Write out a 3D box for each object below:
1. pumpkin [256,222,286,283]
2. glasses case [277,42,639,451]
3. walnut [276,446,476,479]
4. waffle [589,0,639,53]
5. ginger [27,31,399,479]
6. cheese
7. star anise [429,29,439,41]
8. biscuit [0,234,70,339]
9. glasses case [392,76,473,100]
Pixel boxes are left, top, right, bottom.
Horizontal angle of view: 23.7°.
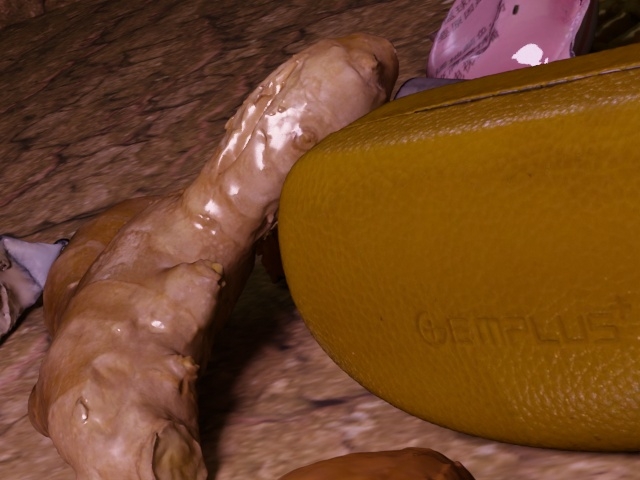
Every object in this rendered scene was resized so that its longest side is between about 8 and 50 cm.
[{"bbox_3d":[0.000,0.000,1.112,0.074,0.054,0.083,-27,-3,-23],"label":"pumpkin"},{"bbox_3d":[0.132,0.007,0.731,0.371,0.173,0.141,-7,23,47],"label":"glasses case"},{"bbox_3d":[0.004,0.159,0.523,0.137,0.137,0.245,-11,25,32],"label":"walnut"},{"bbox_3d":[0.180,-0.109,1.181,0.297,0.073,0.317,-16,25,37],"label":"waffle"},{"bbox_3d":[-0.123,0.040,1.025,0.363,0.122,0.348,-21,27,47],"label":"ginger"},{"bbox_3d":[0.133,-0.115,1.032,0.189,0.074,0.286,-52,20,26],"label":"cheese"},{"bbox_3d":[0.232,-0.241,1.475,0.262,0.081,0.230,-28,15,23],"label":"star anise"},{"bbox_3d":[-0.335,0.082,1.239,0.186,0.079,0.309,-14,19,20],"label":"biscuit"},{"bbox_3d":[0.164,-0.030,0.843,0.299,0.114,0.060,8,3,41],"label":"glasses case"}]
